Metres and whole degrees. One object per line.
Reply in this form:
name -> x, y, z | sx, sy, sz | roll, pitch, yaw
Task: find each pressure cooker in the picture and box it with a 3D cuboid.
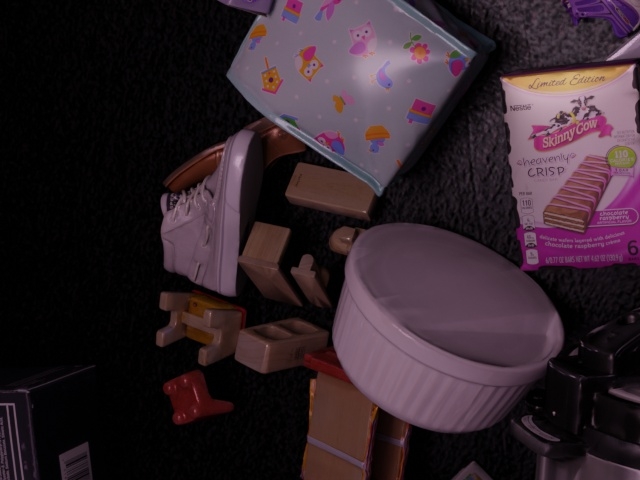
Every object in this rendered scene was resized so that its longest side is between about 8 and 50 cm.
pressure cooker -> 0.400, 0.261, 1.349 | 0.376, 0.370, 0.420 | 9, 101, 29

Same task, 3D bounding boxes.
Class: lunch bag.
lunch bag -> 0.039, -0.219, 1.542 | 0.262, 0.160, 0.223 | 36, 112, 8

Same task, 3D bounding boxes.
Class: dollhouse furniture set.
dollhouse furniture set -> 0.000, 0.000, 1.665 | 0.144, 0.123, 0.151 | 13, 69, 21
dollhouse furniture set -> -0.041, 0.203, 1.674 | 0.374, 0.152, 0.201 | 19, 107, 38

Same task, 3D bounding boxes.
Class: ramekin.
ramekin -> 0.138, 0.108, 1.501 | 0.273, 0.273, 0.127 | 32, 121, 16

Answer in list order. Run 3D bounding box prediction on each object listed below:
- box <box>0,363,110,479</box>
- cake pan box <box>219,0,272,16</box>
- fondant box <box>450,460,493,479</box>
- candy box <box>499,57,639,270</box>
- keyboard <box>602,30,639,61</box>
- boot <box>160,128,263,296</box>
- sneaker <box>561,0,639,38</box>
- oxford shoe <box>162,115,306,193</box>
box -> -0.469, 0.336, 1.837 | 0.294, 0.183, 0.296 | -3, 96, 23
cake pan box -> -0.116, -0.428, 1.564 | 0.267, 0.070, 0.245 | 39, 114, 48
fondant box -> 0.229, 0.447, 1.522 | 0.330, 0.238, 0.096 | 47, 118, 10
candy box -> 0.302, -0.086, 1.487 | 0.159, 0.071, 0.233 | -4, 101, 24
keyboard -> 0.384, -0.209, 1.474 | 0.256, 0.014, 0.072 | -40, 87, 24
boot -> -0.148, -0.041, 1.643 | 0.123, 0.095, 0.258 | 17, 128, 9
sneaker -> 0.291, -0.288, 1.472 | 0.170, 0.068, 0.071 | 35, 116, 14
oxford shoe -> -0.113, -0.100, 1.675 | 0.212, 0.076, 0.076 | -23, 100, 25
